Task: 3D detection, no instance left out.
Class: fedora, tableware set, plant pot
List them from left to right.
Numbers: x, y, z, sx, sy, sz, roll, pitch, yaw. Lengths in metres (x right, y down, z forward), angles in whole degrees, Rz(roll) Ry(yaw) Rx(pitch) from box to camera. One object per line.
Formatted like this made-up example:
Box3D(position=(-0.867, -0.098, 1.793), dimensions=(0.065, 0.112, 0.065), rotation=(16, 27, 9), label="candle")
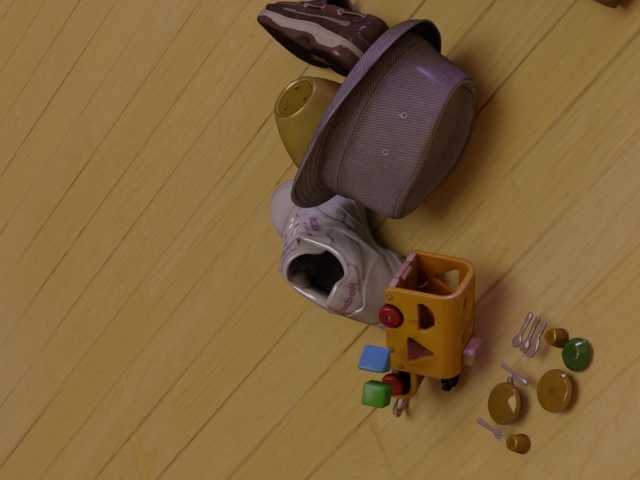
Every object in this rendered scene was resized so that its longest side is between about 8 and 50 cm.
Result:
Box3D(position=(-0.006, -0.160, 1.930), dimensions=(0.134, 0.095, 0.134), rotation=(-28, 41, 28), label="plant pot")
Box3D(position=(0.095, -0.124, 1.772), dimensions=(0.124, 0.243, 0.275), rotation=(34, 100, 19), label="fedora")
Box3D(position=(0.241, 0.165, 1.640), dimensions=(0.104, 0.024, 0.154), rotation=(36, 108, 45), label="tableware set")

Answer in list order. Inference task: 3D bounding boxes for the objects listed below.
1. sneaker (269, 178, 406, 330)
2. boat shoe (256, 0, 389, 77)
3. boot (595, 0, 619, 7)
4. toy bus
Box3D(position=(0.000, 0.000, 1.874), dimensions=(0.305, 0.152, 0.114), rotation=(46, 118, 48), label="sneaker")
Box3D(position=(0.010, -0.290, 2.002), dimensions=(0.095, 0.095, 0.257), rotation=(-51, 39, -4), label="boat shoe")
Box3D(position=(0.325, -0.424, 1.643), dimensions=(0.236, 0.089, 0.269), rotation=(43, 114, 36), label="boot")
Box3D(position=(0.133, 0.115, 1.712), dimensions=(0.104, 0.202, 0.191), rotation=(11, 81, 21), label="toy bus")
